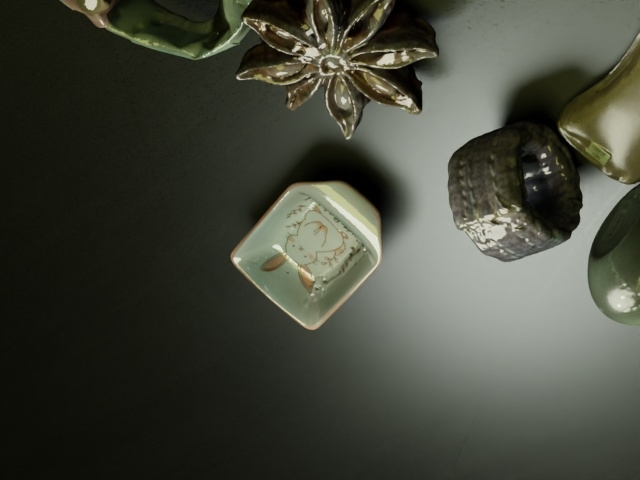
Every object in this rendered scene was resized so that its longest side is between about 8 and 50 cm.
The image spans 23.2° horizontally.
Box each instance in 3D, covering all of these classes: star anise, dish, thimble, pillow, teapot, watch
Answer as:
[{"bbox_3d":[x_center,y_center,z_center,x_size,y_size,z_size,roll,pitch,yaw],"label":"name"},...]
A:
[{"bbox_3d":[0.019,-0.233,1.800,0.236,0.109,0.223,-19,136,31],"label":"star anise"},{"bbox_3d":[0.000,0.000,2.013,0.154,0.064,0.234,42,135,-1],"label":"dish"},{"bbox_3d":[0.222,-0.057,1.771,0.098,0.150,0.150,-19,110,43],"label":"thimble"},{"bbox_3d":[0.358,-0.148,1.694,0.130,0.033,0.217,39,134,-2],"label":"pillow"},{"bbox_3d":[0.425,0.049,1.713,0.251,0.183,0.183,34,135,-9],"label":"teapot"},{"bbox_3d":[-0.178,-0.338,1.825,0.241,0.161,0.253,11,128,17],"label":"watch"}]
